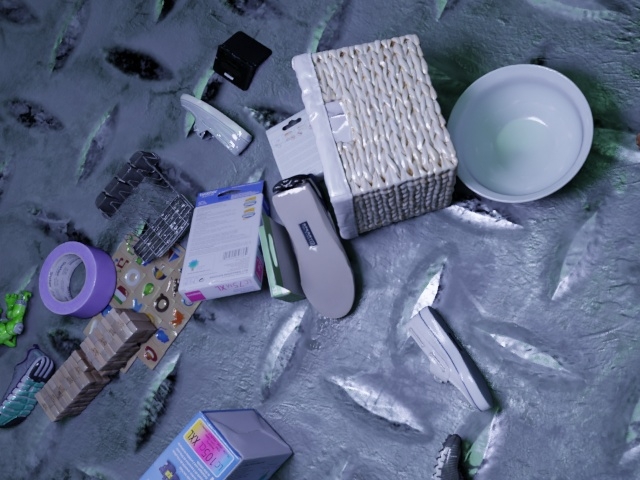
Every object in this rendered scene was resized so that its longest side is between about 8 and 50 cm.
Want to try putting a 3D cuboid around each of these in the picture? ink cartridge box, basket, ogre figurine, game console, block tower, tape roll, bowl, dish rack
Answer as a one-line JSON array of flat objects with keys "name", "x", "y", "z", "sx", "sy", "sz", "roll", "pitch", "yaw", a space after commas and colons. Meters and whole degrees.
[{"name": "ink cartridge box", "x": -0.040, "y": -0.217, "z": 1.982, "sx": 0.145, "sy": 0.045, "sz": 0.179, "roll": -28, "pitch": 63, "yaw": 15}, {"name": "basket", "x": 0.117, "y": -0.216, "z": 1.738, "sx": 0.267, "sy": 0.331, "sz": 0.328, "roll": -15, "pitch": 75, "yaw": 3}, {"name": "ogre figurine", "x": -0.844, "y": 0.219, "z": 2.188, "sx": 0.197, "sy": 0.096, "sz": 0.118, "roll": -19, "pitch": 56, "yaw": 2}, {"name": "ink cartridge box", "x": -0.219, "y": -0.003, "z": 1.942, "sx": 0.186, "sy": 0.065, "sz": 0.311, "roll": -11, "pitch": 48, "yaw": 15}, {"name": "game console", "x": -0.199, "y": -0.456, "z": 2.093, "sx": 0.122, "sy": 0.071, "sz": 0.107, "roll": 36, "pitch": 125, "yaw": 23}, {"name": "block tower", "x": -0.559, "y": 0.304, "z": 2.050, "sx": 0.335, "sy": 0.097, "sz": 0.091, "roll": -46, "pitch": 69, "yaw": 11}, {"name": "ink cartridge box", "x": -0.101, "y": 0.042, "z": 1.849, "sx": 0.056, "sy": 0.235, "sz": 0.171, "roll": -16, "pitch": 76, "yaw": 14}, {"name": "tape roll", "x": -0.623, "y": 0.102, "z": 2.115, "sx": 0.189, "sy": 0.080, "sz": 0.188, "roll": -6, "pitch": 76, "yaw": 25}, {"name": "bowl", "x": 0.425, "y": -0.212, "z": 1.744, "sx": 0.298, "sy": 0.134, "sz": 0.297, "roll": -3, "pitch": 81, "yaw": 21}, {"name": "dish rack", "x": -0.437, "y": -0.082, "z": 2.080, "sx": 0.208, "sy": 0.074, "sz": 0.271, "roll": -49, "pitch": 65, "yaw": 8}, {"name": "ink cartridge box", "x": -0.283, "y": 0.561, "z": 1.813, "sx": 0.151, "sy": 0.270, "sz": 0.395, "roll": 43, "pitch": 97, "yaw": 23}]

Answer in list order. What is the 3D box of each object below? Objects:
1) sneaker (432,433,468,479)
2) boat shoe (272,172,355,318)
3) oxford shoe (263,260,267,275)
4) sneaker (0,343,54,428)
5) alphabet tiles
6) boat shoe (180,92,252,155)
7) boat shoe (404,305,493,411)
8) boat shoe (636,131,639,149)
[{"name": "sneaker", "x": 0.283, "y": 0.521, "z": 1.709, "sx": 0.106, "sy": 0.078, "sz": 0.234, "roll": 10, "pitch": 89, "yaw": 19}, {"name": "boat shoe", "x": 0.000, "y": 0.000, "z": 1.891, "sx": 0.127, "sy": 0.158, "sz": 0.340, "roll": -16, "pitch": 103, "yaw": 14}, {"name": "oxford shoe", "x": -0.202, "y": 0.071, "z": 1.982, "sx": 0.212, "sy": 0.076, "sz": 0.076, "roll": 5, "pitch": 103, "yaw": 28}, {"name": "sneaker", "x": -0.781, "y": 0.382, "z": 2.154, "sx": 0.223, "sy": 0.083, "sz": 0.098, "roll": -53, "pitch": 47, "yaw": 1}, {"name": "alphabet tiles", "x": -0.453, "y": 0.150, "z": 2.089, "sx": 0.285, "sy": 0.011, "sz": 0.342, "roll": 38, "pitch": 95, "yaw": 22}, {"name": "boat shoe", "x": -0.276, "y": -0.287, "z": 2.057, "sx": 0.228, "sy": 0.079, "sz": 0.081, "roll": 35, "pitch": 90, "yaw": 19}, {"name": "boat shoe", "x": 0.270, "y": 0.263, "z": 1.756, "sx": 0.084, "sy": 0.095, "sz": 0.258, "roll": -39, "pitch": 59, "yaw": 15}, {"name": "boat shoe", "x": 0.682, "y": -0.201, "z": 1.689, "sx": 0.060, "sy": 0.064, "sz": 0.177, "roll": -5, "pitch": 76, "yaw": 51}]
